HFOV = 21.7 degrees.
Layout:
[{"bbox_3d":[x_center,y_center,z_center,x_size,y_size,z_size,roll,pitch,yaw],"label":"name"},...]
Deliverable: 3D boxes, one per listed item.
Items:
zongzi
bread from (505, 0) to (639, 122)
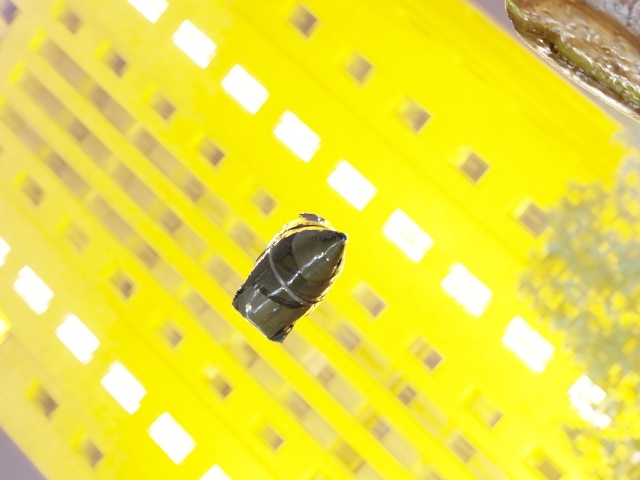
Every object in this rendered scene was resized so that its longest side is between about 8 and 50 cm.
[{"bbox_3d":[0.000,0.000,1.650,0.176,0.078,0.160,-48,9,41],"label":"zongzi"},{"bbox_3d":[0.313,-0.220,1.644,0.156,0.288,0.204,-51,-10,-16],"label":"bread"}]
